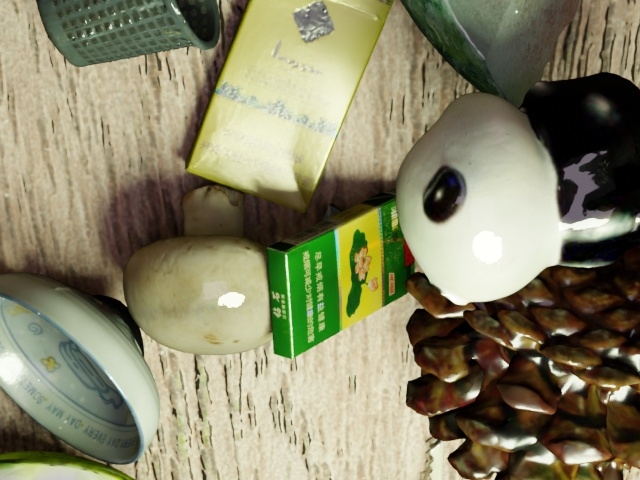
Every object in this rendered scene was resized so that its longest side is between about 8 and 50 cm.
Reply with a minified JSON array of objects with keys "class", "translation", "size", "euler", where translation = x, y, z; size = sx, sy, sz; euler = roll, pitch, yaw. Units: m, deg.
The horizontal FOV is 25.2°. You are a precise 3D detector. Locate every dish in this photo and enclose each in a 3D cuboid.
[{"class":"dish","translation":[-0.275,0.119,1.670],"size":[0.273,0.273,0.134],"euler":[52,56,-19]}]

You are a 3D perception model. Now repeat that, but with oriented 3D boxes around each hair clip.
[{"class":"hair clip","translation":[0.120,0.351,1.858],"size":[0.072,0.034,0.226],"euler":[26,105,-17]}]

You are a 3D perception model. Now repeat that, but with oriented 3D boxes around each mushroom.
[{"class":"mushroom","translation":[-0.124,0.031,1.652],"size":[0.204,0.204,0.204],"euler":[-1,111,-4]}]

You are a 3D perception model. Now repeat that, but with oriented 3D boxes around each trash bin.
[{"class":"trash bin","translation":[-0.214,-0.264,1.532],"size":[0.161,0.175,0.175],"euler":[-16,112,12]}]

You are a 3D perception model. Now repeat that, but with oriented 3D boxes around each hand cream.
[{"class":"hand cream","translation":[0.000,0.000,1.725],"size":[0.030,0.019,0.093],"euler":[30,99,-13]}]

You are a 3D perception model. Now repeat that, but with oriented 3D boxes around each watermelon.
[{"class":"watermelon","translation":[0.193,-0.329,1.511],"size":[0.258,0.228,0.387],"euler":[-18,104,-1]}]

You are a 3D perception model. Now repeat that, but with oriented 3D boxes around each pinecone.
[{"class":"pinecone","translation":[0.272,0.125,1.608],"size":[0.397,0.398,0.398],"euler":[-1,111,-4]}]

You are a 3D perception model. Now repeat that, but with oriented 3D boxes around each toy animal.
[{"class":"toy animal","translation":[0.202,-0.056,1.422],"size":[0.266,0.212,0.213],"euler":[-11,112,-9]}]

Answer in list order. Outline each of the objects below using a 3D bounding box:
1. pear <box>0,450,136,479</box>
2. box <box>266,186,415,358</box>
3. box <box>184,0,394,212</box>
[{"class":"pear","translation":[-0.335,0.405,1.772],"size":[0.398,0.165,0.399],"euler":[-2,111,-4]},{"class":"box","translation":[0.028,0.034,1.645],"size":[0.034,0.235,0.132],"euler":[14,117,38]},{"class":"box","translation":[-0.037,-0.181,1.636],"size":[0.153,0.041,0.279],"euler":[20,108,-11]}]
